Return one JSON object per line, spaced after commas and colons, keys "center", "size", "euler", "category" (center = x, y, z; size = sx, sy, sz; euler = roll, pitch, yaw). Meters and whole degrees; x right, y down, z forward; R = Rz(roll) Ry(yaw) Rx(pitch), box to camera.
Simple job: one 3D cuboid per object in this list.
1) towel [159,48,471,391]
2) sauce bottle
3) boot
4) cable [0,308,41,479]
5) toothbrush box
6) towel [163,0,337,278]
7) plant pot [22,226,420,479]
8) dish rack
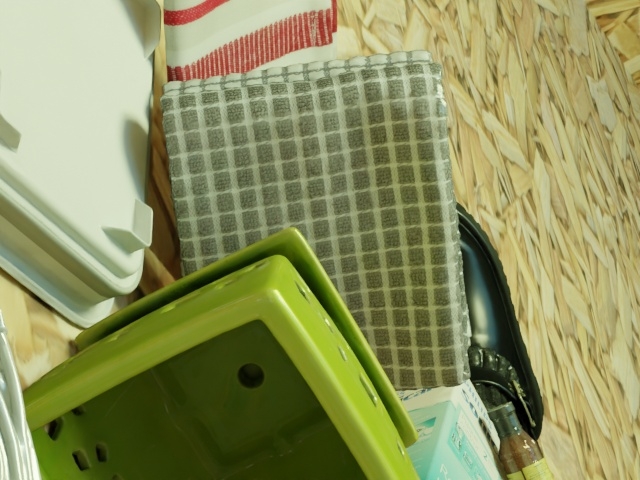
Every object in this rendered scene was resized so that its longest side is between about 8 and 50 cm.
{"center": [0.000, 0.000, 1.501], "size": [0.121, 0.235, 0.283], "euler": [-107, -171, -72], "category": "towel"}
{"center": [0.195, 0.215, 1.750], "size": [0.128, 0.042, 0.042], "euler": [69, 20, 2], "category": "sauce bottle"}
{"center": [0.140, 0.130, 1.937], "size": [0.348, 0.131, 0.260], "euler": [62, 20, -11], "category": "boot"}
{"center": [-0.255, 0.119, 1.033], "size": [0.257, 0.089, 0.257], "euler": [10, 59, -65], "category": "cable"}
{"center": [0.108, 0.283, 1.698], "size": [0.216, 0.126, 0.295], "euler": [61, 19, -13], "category": "toothbrush box"}
{"center": [-0.053, -0.149, 1.610], "size": [0.237, 0.037, 0.329], "euler": [-32, 127, -50], "category": "towel"}
{"center": [-0.062, 0.132, 1.317], "size": [0.227, 0.228, 0.207], "euler": [59, 15, -15], "category": "plant pot"}
{"center": [-0.205, -0.130, 1.399], "size": [0.285, 0.072, 0.333], "euler": [45, 35, -47], "category": "dish rack"}
